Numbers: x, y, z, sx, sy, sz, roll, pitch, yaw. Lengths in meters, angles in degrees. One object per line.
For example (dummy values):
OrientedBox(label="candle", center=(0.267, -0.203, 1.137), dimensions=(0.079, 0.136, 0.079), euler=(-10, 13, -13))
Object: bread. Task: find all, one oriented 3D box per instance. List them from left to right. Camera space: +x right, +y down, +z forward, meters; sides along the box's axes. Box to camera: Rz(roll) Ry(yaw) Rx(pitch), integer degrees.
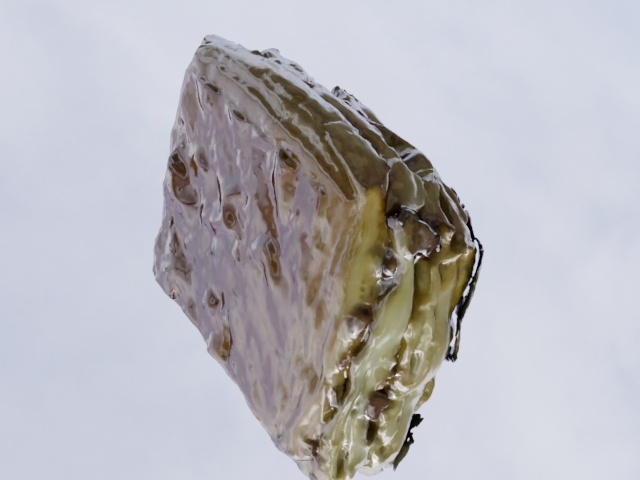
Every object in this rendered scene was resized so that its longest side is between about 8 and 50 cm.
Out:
OrientedBox(label="bread", center=(0.000, 0.000, 0.878), dimensions=(0.167, 0.277, 0.324), euler=(-8, -145, -35))
